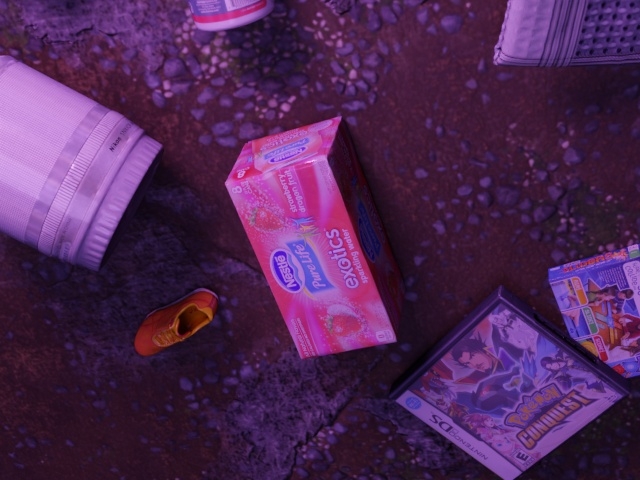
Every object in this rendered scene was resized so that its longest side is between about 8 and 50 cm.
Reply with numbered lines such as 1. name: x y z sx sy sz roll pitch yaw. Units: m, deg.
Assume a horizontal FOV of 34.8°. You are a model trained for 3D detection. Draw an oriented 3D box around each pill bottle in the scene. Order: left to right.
1. pill bottle: -0.129 -0.362 1.271 0.108 0.108 0.180 -8 117 14

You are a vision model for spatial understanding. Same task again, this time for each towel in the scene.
1. towel: 0.372 -0.318 1.145 0.312 0.056 0.324 -1 141 -5

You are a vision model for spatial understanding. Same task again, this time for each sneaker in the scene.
1. sneaker: -0.234 0.134 1.597 0.175 0.067 0.064 -36 109 28

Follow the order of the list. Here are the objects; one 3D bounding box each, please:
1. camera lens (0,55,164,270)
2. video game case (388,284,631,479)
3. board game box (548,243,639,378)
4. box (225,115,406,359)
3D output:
1. camera lens: -0.381 -0.106 1.397 0.274 0.219 0.219 28 120 -6
2. video game case: 0.281 0.227 1.552 0.248 0.035 0.275 37 125 -7
3. board game box: 0.427 0.112 1.484 0.136 0.035 0.201 -17 115 19
4. box: 0.000 0.000 1.434 0.154 0.142 0.300 -13 116 18
